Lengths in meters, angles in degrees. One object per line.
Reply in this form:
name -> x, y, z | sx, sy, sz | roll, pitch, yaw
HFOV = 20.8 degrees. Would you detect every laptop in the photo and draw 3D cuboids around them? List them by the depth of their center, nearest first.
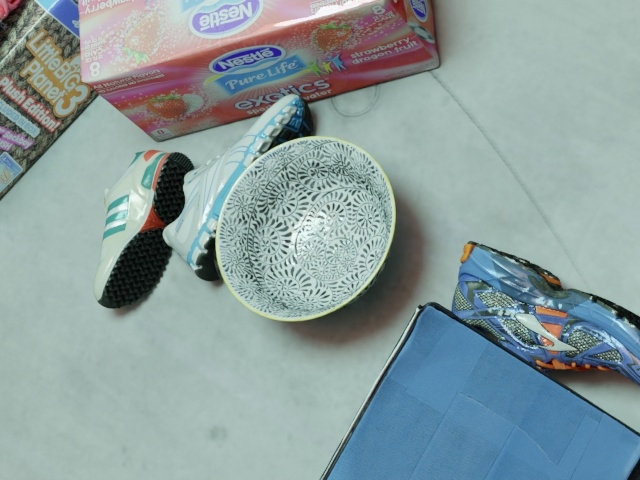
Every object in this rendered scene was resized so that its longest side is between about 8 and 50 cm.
laptop -> 0.184, 0.320, 1.252 | 0.408, 0.236, 0.382 | 27, 84, 29

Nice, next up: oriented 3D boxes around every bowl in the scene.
bowl -> 0.000, 0.000, 1.539 | 0.170, 0.080, 0.170 | -8, 69, 21

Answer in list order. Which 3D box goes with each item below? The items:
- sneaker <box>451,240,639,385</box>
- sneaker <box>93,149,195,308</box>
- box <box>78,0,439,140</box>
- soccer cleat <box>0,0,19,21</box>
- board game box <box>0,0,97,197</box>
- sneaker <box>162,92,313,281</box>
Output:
sneaker -> 0.200, 0.080, 1.433 | 0.221, 0.083, 0.087 | 28, 97, 35
sneaker -> -0.179, -0.013, 1.645 | 0.075, 0.057, 0.161 | 16, 79, 45
box -> -0.058, -0.213, 1.601 | 0.300, 0.154, 0.142 | -13, 67, 18
soccer cleat -> -0.322, -0.209, 1.598 | 0.095, 0.083, 0.248 | 7, 72, 20
board game box -> -0.376, -0.174, 1.733 | 0.291, 0.141, 0.232 | -46, 60, 2
sneaker -> -0.083, -0.062, 1.607 | 0.083, 0.071, 0.190 | 33, 86, 35
